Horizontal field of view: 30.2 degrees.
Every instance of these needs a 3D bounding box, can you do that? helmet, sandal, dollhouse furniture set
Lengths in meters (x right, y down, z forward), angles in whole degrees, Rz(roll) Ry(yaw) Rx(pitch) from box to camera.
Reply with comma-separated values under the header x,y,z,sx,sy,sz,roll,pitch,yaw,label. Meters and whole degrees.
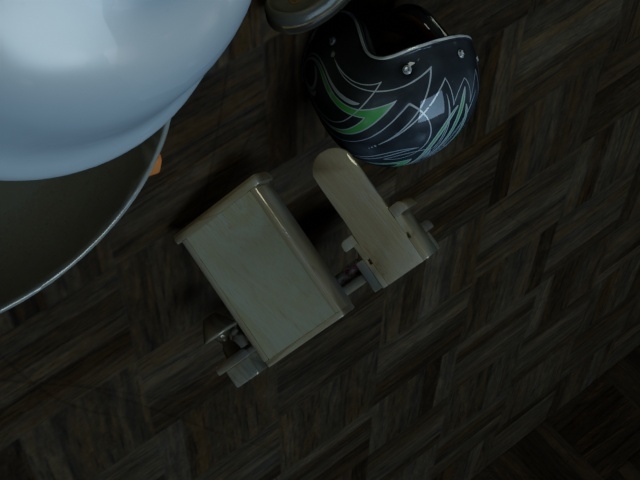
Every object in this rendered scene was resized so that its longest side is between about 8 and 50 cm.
x,y,z,sx,sy,sz,roll,pitch,yaw,label
0.076,-0.155,1.195,0.169,0.161,0.169,-34,152,-21,helmet
0.032,-0.275,1.075,0.219,0.090,0.060,-36,131,-1,sandal
0.000,0.000,1.377,0.303,0.173,0.355,-35,177,19,dollhouse furniture set

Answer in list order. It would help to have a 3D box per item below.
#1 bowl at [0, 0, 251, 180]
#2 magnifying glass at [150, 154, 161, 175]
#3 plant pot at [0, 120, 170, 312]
x,y,z,sx,sy,sz,roll,pitch,yaw,label
-0.130,-0.181,0.578,0.298,0.134,0.297,3,85,-39,bowl
-0.245,-0.038,1.067,0.231,0.026,0.092,-25,148,-35,magnifying glass
-0.266,-0.099,0.763,0.284,0.191,0.284,-34,152,-21,plant pot
